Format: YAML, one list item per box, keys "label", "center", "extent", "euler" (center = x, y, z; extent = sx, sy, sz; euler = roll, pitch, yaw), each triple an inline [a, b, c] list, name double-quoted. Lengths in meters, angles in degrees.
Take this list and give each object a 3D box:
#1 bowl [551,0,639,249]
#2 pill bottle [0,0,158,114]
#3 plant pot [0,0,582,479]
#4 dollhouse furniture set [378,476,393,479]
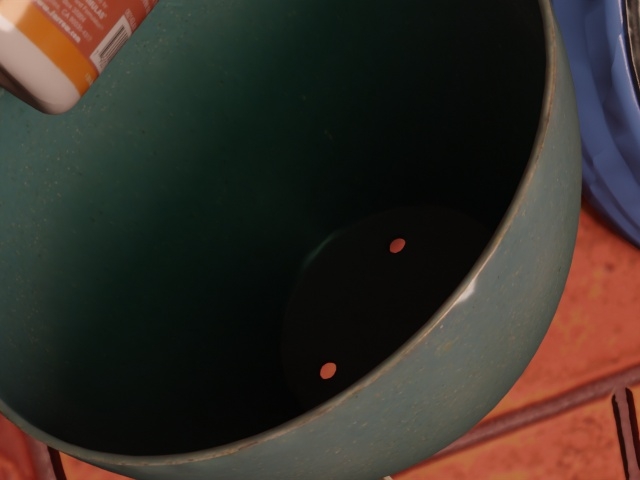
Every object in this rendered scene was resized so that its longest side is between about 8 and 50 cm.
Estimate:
- label: "bowl"
  center: [0.302, -0.159, 0.740]
  extent: [0.391, 0.077, 0.391]
  euler: [-5, 102, -24]
- label: "pill bottle"
  center: [-0.096, -0.173, 0.545]
  extent: [0.121, 0.121, 0.216]
  euler: [40, 81, -22]
- label: "plant pot"
  center: [0.000, 0.000, 0.590]
  extent: [0.290, 0.290, 0.195]
  euler: [-50, 140, -5]
- label: "dollhouse furniture set"
  center: [0.028, 0.176, 0.714]
  extent: [0.091, 0.081, 0.114]
  euler: [-43, 111, -8]
